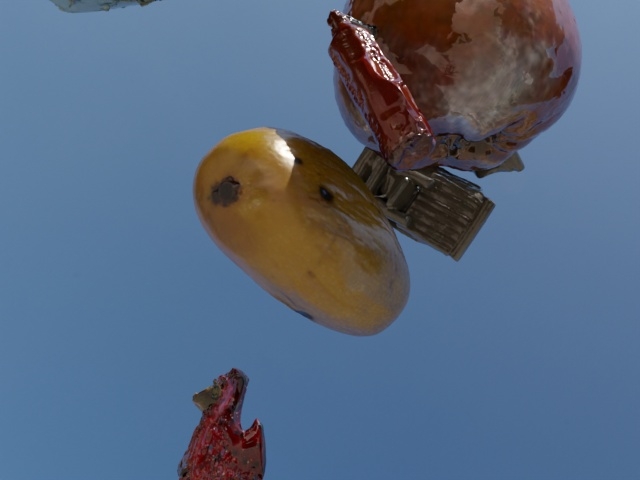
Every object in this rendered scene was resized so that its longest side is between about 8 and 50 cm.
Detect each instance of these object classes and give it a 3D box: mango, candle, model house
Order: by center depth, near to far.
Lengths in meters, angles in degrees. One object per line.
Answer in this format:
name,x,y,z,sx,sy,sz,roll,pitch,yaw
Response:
candle,0.041,-0.123,0.544,0.048,0.053,0.162,-20,-120,-7
mango,0.003,-0.004,0.593,0.109,0.262,0.157,-43,-126,13
model house,0.151,-0.079,0.942,0.188,0.122,0.229,32,-93,39

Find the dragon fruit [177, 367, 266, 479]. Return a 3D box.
dragon fruit,-0.130,0.264,0.965,0.122,0.092,0.192,5,-106,22

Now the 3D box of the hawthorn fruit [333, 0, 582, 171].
hawthorn fruit,0.128,-0.181,0.707,0.231,0.263,0.235,23,-43,-11

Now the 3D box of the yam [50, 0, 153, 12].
yam,-0.155,-0.382,0.782,0.348,0.241,0.241,0,-85,31
